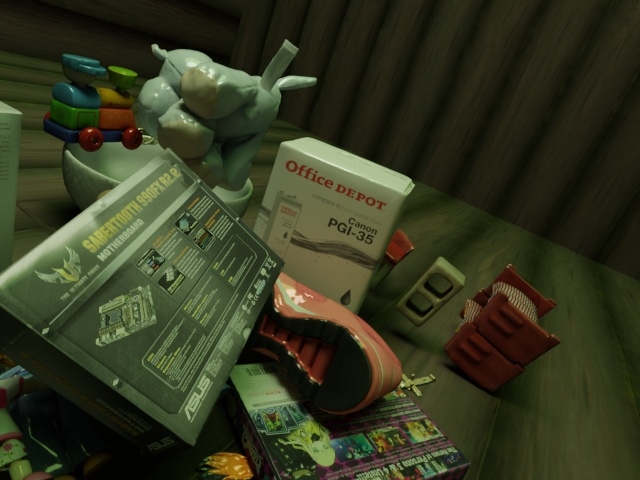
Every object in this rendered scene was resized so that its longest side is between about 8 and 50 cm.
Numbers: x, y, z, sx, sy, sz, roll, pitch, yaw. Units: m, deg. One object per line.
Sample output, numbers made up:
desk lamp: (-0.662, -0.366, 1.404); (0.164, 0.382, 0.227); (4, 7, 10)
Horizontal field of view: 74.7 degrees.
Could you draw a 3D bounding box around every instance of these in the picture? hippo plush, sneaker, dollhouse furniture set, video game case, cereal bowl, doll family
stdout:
hippo plush: (-0.210, -0.249, 0.710); (0.237, 0.294, 0.234); (35, 4, 19)
sneaker: (-0.026, 0.119, 0.568); (0.314, 0.115, 0.136); (31, 7, 40)
dollhouse furniture set: (0.240, 0.072, 0.794); (0.374, 0.152, 0.201); (42, 26, 11)
video game case: (0.022, 0.217, 0.496); (0.232, 0.041, 0.210); (5, 20, -34)
cereal bowl: (-0.312, -0.088, 0.817); (0.340, 0.141, 0.339); (18, 21, -7)
doll family: (-0.232, 0.140, 0.402); (0.263, 0.118, 0.163); (-12, 56, -48)

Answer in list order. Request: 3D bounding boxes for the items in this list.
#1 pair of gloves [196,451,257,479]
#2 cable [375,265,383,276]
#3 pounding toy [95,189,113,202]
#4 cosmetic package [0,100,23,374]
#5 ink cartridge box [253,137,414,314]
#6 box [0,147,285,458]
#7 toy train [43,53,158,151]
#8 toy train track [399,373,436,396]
pair of gloves: (-0.084, 0.242, 0.404); (0.074, 0.010, 0.083); (14, 23, -17)
cable: (0.042, 0.005, 0.988); (0.257, 0.089, 0.257); (33, 25, 25)
pounding toy: (-0.256, 0.027, 0.499); (0.181, 0.205, 0.094); (4, 27, -36)
cosmetic package: (-0.460, -0.053, 0.403); (0.378, 0.284, 0.097); (27, 21, 16)
ink cartridge box: (0.000, 0.000, 0.689); (0.208, 0.282, 0.117); (24, 21, 10)
box: (-0.145, 0.040, 0.387); (0.183, 0.056, 0.231); (46, 34, -18)
toy train: (-0.366, -0.250, 0.773); (0.105, 0.143, 0.248); (27, 23, 16)
toy train track: (0.156, 0.221, 0.666); (0.083, 0.014, 0.048); (4, 27, -38)
